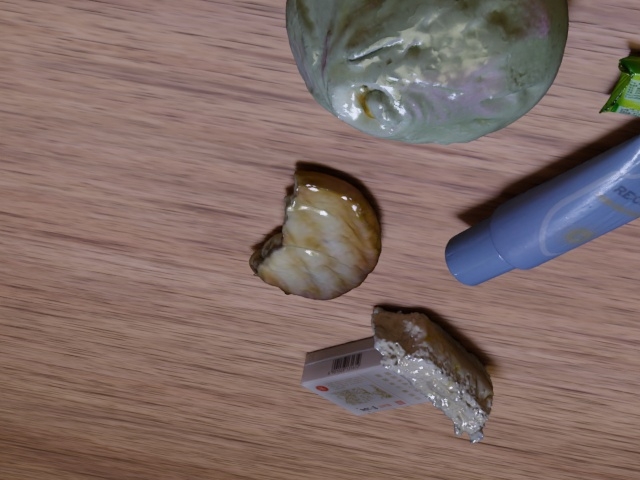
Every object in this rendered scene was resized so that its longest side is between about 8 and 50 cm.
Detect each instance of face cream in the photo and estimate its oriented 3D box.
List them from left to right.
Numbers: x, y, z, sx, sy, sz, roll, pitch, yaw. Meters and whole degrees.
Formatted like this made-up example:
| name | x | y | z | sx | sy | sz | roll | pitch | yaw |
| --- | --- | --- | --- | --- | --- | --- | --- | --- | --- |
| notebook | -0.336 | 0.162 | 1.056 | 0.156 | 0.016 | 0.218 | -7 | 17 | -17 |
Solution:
| name | x | y | z | sx | sy | sz | roll | pitch | yaw |
| --- | --- | --- | --- | --- | --- | --- | --- | --- | --- |
| face cream | 0.296 | -0.038 | 1.624 | 0.136 | 0.086 | 0.385 | 21 | 148 | -32 |

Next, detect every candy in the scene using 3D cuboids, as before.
| name | x | y | z | sx | sy | sz | roll | pitch | yaw |
| --- | --- | --- | --- | --- | --- | --- | --- | --- | --- |
| candy | 0.383 | -0.148 | 1.437 | 0.178 | 0.032 | 0.102 | 8 | 156 | 3 |

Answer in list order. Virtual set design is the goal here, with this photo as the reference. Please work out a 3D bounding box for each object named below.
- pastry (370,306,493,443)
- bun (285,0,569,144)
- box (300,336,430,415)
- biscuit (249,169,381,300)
| name | x | y | z | sx | sy | sz | roll | pitch | yaw |
| --- | --- | --- | --- | --- | --- | --- | --- | --- | --- |
| pastry | 0.169 | 0.184 | 2.065 | 0.089 | 0.121 | 0.258 | -31 | 129 | 18 |
| bun | 0.097 | -0.177 | 1.335 | 0.283 | 0.179 | 0.283 | 6 | 152 | 3 |
| box | 0.086 | 0.211 | 2.191 | 0.141 | 0.058 | 0.201 | 32 | 146 | -33 |
| biscuit | 0.004 | 0.001 | 1.845 | 0.154 | 0.045 | 0.299 | 17 | 151 | -8 |
